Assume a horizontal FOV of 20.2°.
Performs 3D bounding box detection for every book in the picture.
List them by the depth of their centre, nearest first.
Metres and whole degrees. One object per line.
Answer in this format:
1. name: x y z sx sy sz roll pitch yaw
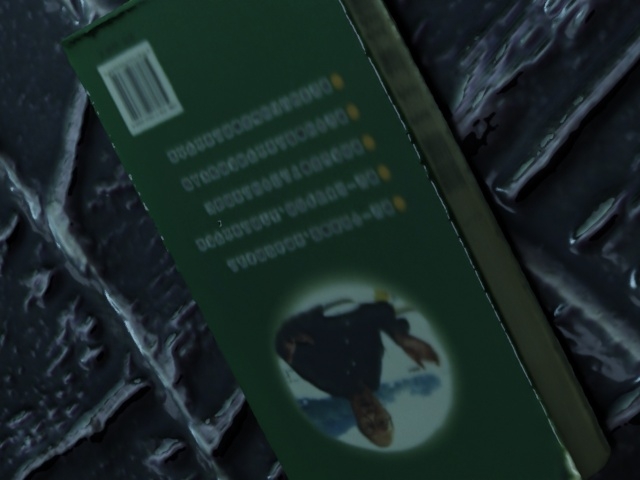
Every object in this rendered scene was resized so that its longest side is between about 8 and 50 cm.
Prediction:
1. book: 0.000 0.000 1.109 0.260 0.043 0.371 -18 102 48
